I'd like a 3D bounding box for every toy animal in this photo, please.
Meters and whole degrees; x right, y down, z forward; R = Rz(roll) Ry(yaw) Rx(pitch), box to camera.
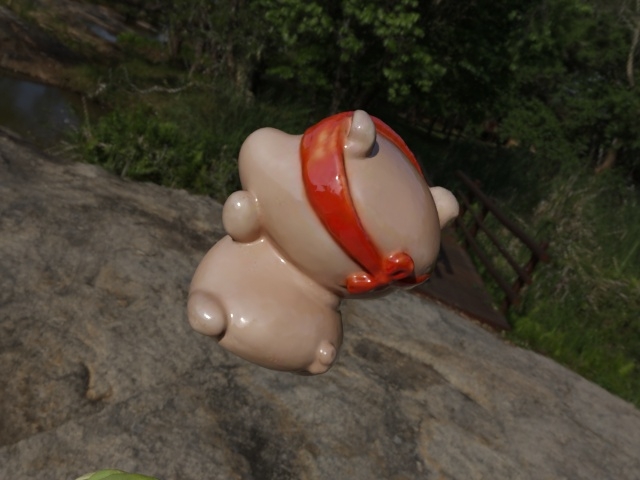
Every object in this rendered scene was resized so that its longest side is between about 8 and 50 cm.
[{"bbox_3d":[0.000,0.000,0.456,0.171,0.198,0.171,40,2,-2],"label":"toy animal"}]

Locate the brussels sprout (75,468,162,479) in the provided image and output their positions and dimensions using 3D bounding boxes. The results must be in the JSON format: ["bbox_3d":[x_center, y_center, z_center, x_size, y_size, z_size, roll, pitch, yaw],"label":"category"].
[{"bbox_3d":[-0.149,0.267,0.462,0.180,0.161,0.144,15,-24,24],"label":"brussels sprout"}]
